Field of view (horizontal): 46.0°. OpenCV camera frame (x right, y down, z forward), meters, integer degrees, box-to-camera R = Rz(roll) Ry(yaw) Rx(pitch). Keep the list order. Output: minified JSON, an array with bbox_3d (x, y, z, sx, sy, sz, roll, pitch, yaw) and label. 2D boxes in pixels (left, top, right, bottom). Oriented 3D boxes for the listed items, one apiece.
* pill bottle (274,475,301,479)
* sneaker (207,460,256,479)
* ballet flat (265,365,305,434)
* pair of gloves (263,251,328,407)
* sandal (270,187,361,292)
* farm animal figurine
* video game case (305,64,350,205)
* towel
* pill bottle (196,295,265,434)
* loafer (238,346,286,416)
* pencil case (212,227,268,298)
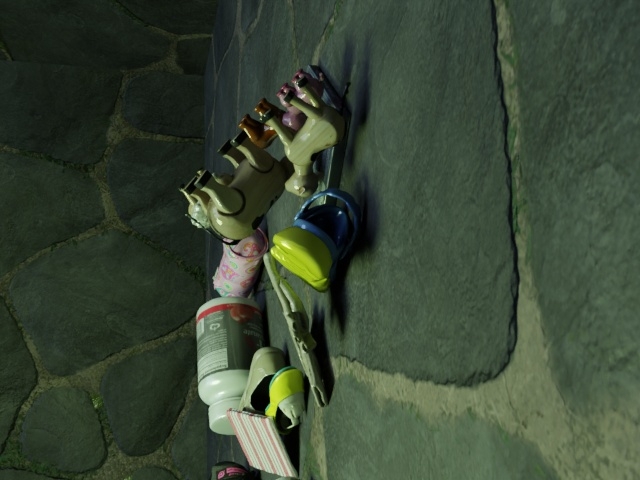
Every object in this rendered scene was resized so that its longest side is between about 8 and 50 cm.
[{"bbox_3d":[-0.047,0.508,1.369,0.169,0.094,0.094,-145,58,-73],"label":"pill bottle"},{"bbox_3d":[-0.240,0.683,1.932,0.483,0.185,0.202,169,99,-74],"label":"sneaker"},{"bbox_3d":[-0.064,0.333,1.530,0.077,0.077,0.231,59,154,25],"label":"ballet flat"},{"bbox_3d":[-0.036,0.155,1.347,0.204,0.042,0.240,-117,7,-54],"label":"pair of gloves"},{"bbox_3d":[0.000,0.000,1.250,0.138,0.126,0.317,-53,2,-10],"label":"sandal"},{"bbox_3d":[-0.081,-0.123,1.298,0.327,0.172,0.330,-47,15,-5],"label":"farm animal figurine"},{"bbox_3d":[-0.002,-0.192,1.406,0.274,0.026,0.196,-111,26,-58],"label":"video game case"},{"bbox_3d":[-0.125,0.430,1.618,0.197,0.029,0.144,-9,107,55],"label":"towel"},{"bbox_3d":[-0.221,0.316,1.905,0.176,0.176,0.318,111,156,-52],"label":"pill bottle"},{"bbox_3d":[-0.132,0.373,1.700,0.092,0.102,0.268,-110,25,-69],"label":"loafer"},{"bbox_3d":[-0.220,0.064,2.044,0.284,0.124,0.124,118,150,-58],"label":"pencil case"}]
